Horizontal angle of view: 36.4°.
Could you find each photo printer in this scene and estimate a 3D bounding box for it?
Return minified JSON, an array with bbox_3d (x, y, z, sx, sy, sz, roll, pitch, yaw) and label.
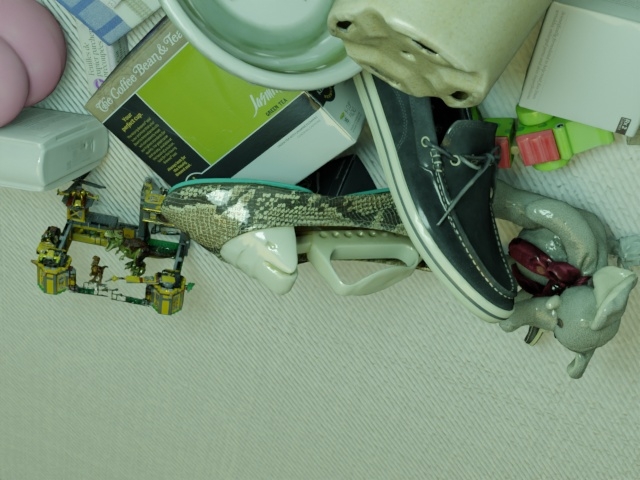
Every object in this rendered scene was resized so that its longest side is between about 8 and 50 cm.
[{"bbox_3d":[-0.581,-0.179,1.772,0.307,0.256,0.107,10,110,12],"label":"photo printer"}]

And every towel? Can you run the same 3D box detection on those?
[{"bbox_3d":[-0.307,-0.454,1.529,0.285,0.034,0.209,-32,126,23],"label":"towel"}]

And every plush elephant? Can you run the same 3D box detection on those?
[{"bbox_3d":[0.392,0.082,1.605,0.330,0.255,0.272,7,137,6],"label":"plush elephant"}]

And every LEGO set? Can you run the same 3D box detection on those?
[{"bbox_3d":[-0.377,-0.016,1.837,0.331,0.255,0.192,15,131,3],"label":"LEGO set"}]

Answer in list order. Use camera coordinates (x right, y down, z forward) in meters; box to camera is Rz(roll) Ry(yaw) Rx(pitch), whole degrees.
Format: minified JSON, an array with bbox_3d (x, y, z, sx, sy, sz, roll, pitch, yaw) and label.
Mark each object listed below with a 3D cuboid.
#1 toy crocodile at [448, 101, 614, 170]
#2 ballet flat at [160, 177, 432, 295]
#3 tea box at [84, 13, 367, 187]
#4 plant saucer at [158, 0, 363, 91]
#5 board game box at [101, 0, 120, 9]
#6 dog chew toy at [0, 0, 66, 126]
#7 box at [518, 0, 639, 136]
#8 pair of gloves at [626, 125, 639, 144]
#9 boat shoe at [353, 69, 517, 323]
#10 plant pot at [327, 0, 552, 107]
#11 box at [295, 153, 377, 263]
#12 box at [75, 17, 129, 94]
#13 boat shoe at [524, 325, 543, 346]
[{"bbox_3d":[0.294,-0.158,1.567,0.340,0.105,0.115,-4,126,22],"label":"toy crocodile"},{"bbox_3d":[0.000,0.000,1.513,0.483,0.182,0.164,1,153,-23],"label":"ballet flat"},{"bbox_3d":[-0.136,-0.243,1.577,0.323,0.220,0.329,44,129,-18],"label":"tea box"},{"bbox_3d":[-0.072,-0.393,1.357,0.400,0.400,0.100,42,156,-16],"label":"plant saucer"},{"bbox_3d":[-0.333,-0.421,1.521,0.090,0.020,0.090,35,122,-31],"label":"board game box"},{"bbox_3d":[-0.568,-0.280,1.628,0.206,0.332,0.206,11,130,13],"label":"dog chew toy"},{"bbox_3d":[0.405,-0.274,1.422,0.182,0.119,0.181,17,131,6],"label":"box"},{"bbox_3d":[0.587,-0.208,1.444,0.204,0.042,0.240,7,138,-5],"label":"pair of gloves"},{"bbox_3d":[0.195,-0.119,1.464,0.156,0.187,0.500,-26,77,28],"label":"boat shoe"},{"bbox_3d":[0.173,-0.350,1.224,0.334,0.305,0.334,27,172,4],"label":"plant pot"},{"bbox_3d":[-0.016,-0.048,1.738,0.207,0.153,0.108,-14,122,30],"label":"box"},{"bbox_3d":[-0.376,-0.397,1.641,0.063,0.067,0.324,9,129,12],"label":"box"},{"bbox_3d":[0.404,0.129,1.802,0.049,0.056,0.152,22,123,8],"label":"boat shoe"}]
